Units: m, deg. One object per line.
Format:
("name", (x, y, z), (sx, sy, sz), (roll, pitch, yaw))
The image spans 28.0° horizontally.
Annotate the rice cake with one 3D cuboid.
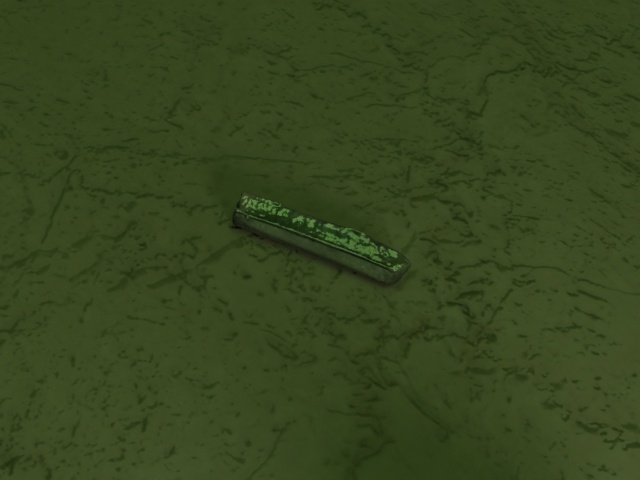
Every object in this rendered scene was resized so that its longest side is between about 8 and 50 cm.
("rice cake", (0.000, 0.000, 1.417), (0.206, 0.047, 0.036), (20, 70, 5))
